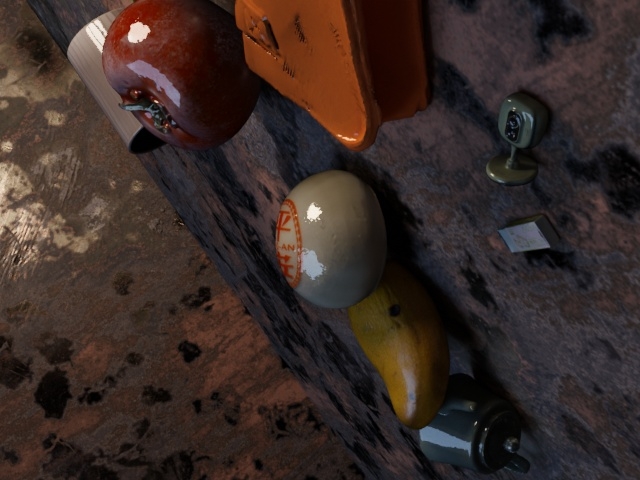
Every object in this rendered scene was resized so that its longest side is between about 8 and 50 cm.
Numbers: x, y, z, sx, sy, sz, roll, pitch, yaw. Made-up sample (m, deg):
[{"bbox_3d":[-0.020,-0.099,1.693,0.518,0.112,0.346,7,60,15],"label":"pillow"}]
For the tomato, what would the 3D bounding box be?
[{"bbox_3d":[-0.222,-0.290,1.205,0.270,0.227,0.270,30,161,11],"label":"tomato"}]

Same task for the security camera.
[{"bbox_3d":[0.199,-0.105,0.736,0.058,0.058,0.092,40,150,40],"label":"security camera"}]

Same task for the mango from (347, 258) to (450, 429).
[{"bbox_3d":[0.142,0.166,1.228,0.295,0.120,0.177,65,148,23],"label":"mango"}]

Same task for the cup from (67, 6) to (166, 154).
[{"bbox_3d":[-0.392,-0.364,1.645,0.208,0.288,0.273,-38,87,38],"label":"cup"}]

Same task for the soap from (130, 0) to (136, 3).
[{"bbox_3d":[-0.332,-0.537,1.248,0.037,0.092,0.252,45,162,33],"label":"soap"}]

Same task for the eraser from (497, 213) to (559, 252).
[{"bbox_3d":[0.244,-0.007,0.852,0.038,0.019,0.083,54,164,-6],"label":"eraser"}]

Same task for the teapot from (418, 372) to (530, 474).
[{"bbox_3d":[0.280,0.329,1.231,0.149,0.162,0.239,11,148,50],"label":"teapot"}]

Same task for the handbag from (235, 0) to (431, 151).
[{"bbox_3d":[-0.023,-0.317,0.798,0.303,0.116,0.410,41,158,37],"label":"handbag"}]

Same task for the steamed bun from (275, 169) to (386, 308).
[{"bbox_3d":[0.000,0.000,1.183,0.232,0.145,0.232,176,90,-66],"label":"steamed bun"}]
